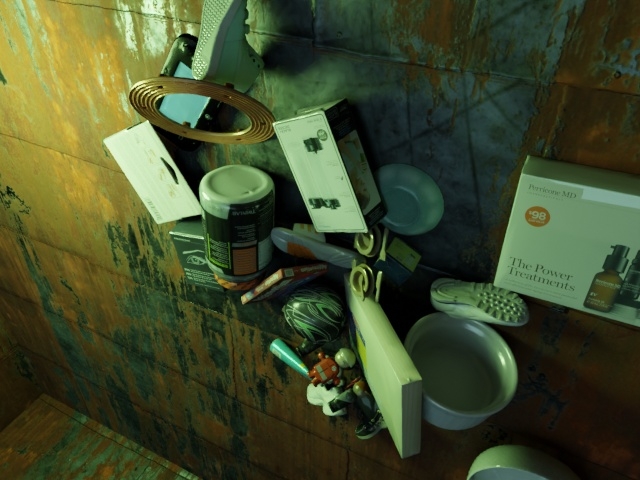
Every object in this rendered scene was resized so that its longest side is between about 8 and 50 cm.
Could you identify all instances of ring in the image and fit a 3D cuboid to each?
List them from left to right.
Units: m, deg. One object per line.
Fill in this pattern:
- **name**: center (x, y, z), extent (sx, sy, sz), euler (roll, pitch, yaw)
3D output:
- **ring**: center (-0.267, -0.299, 1.171), extent (0.336, 0.032, 0.336), euler (8, 170, 1)

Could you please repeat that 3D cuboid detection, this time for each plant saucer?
- **plant saucer**: center (0.188, -0.085, 1.185), extent (0.194, 0.037, 0.195), euler (16, 130, 20)

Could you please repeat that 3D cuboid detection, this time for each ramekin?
- **ramekin**: center (0.328, 0.327, 1.255), extent (0.277, 0.277, 0.135), euler (25, 140, 14)

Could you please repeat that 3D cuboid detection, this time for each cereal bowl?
- **cereal bowl**: center (0.602, 0.710, 1.463), extent (0.338, 0.141, 0.339), euler (16, 130, 21)

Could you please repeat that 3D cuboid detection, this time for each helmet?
- **helmet**: center (-0.013, 0.202, 1.444), extent (0.169, 0.169, 0.162), euler (0, 137, 32)

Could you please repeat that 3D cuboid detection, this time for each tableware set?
- **tableware set**: center (0.103, 0.049, 1.245), extent (0.128, 0.039, 0.194), euler (24, 111, 56)

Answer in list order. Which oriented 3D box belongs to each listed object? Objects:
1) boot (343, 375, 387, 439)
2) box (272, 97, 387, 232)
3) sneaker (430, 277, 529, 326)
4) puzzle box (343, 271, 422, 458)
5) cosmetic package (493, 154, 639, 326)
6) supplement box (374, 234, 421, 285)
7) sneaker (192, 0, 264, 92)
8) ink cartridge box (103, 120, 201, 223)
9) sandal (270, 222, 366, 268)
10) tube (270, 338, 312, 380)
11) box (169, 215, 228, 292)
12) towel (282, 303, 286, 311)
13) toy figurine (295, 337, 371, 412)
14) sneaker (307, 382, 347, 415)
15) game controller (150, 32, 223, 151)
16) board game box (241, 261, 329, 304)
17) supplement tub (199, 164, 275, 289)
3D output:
- **boot**: center (0.142, 0.551, 1.674), extent (0.178, 0.085, 0.236), euler (43, 135, 2)
- **box**: center (0.024, -0.162, 1.165), extent (0.169, 0.087, 0.290), euler (-1, 120, 45)
- **sneaker**: center (0.384, 0.160, 1.230), extent (0.235, 0.090, 0.095), euler (16, 143, 26)
- **puzzle box**: center (0.151, 0.298, 1.293), extent (0.052, 0.409, 0.272), euler (-14, 126, -9)
- **cosmetic package**: center (0.561, 0.011, 0.988), extent (0.377, 0.097, 0.285), euler (15, 127, 22)
- **supplement box**: center (0.192, 0.048, 1.250), extent (0.083, 0.083, 0.056), euler (38, 135, 1)
- **sneaker**: center (-0.178, -0.452, 1.104), extent (0.094, 0.151, 0.256), euler (28, 103, 35)
- **ink cartridge box**: center (-0.465, -0.199, 1.470), extent (0.261, 0.066, 0.296), euler (-7, 120, 41)
- **sandal**: center (-0.002, 0.005, 1.355), extent (0.265, 0.076, 0.102), euler (18, 149, -8)
- **tube**: center (-0.083, 0.402, 1.666), extent (0.207, 0.052, 0.080), euler (33, 169, 35)
- **box**: center (-0.349, 0.040, 1.563), extent (0.153, 0.108, 0.207), euler (10, 127, 26)
- **towel**: center (-0.085, 0.217, 1.604), extent (0.060, 0.009, 0.083), euler (37, 135, 3)
- **toy figurine**: center (0.045, 0.378, 1.512), extent (0.210, 0.148, 0.213), euler (60, 176, -26)
- **sneaker**: center (0.024, 0.496, 1.685), extent (0.232, 0.090, 0.115), euler (179, 93, -64)
- **game controller**: center (-0.333, -0.361, 1.277), extent (0.166, 0.067, 0.319), euler (43, 135, -4)
- **board game box**: center (-0.107, 0.124, 1.428), extent (0.281, 0.145, 0.027), euler (-36, 65, 54)
- **supplement tub**: center (-0.221, -0.028, 1.373), extent (0.193, 0.193, 0.316), euler (21, 131, 17)
